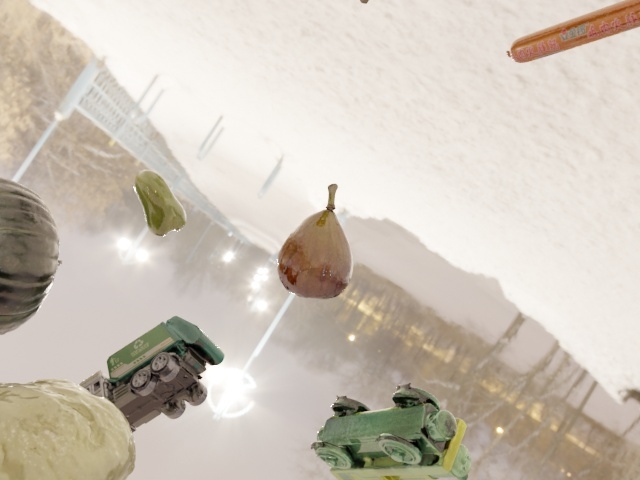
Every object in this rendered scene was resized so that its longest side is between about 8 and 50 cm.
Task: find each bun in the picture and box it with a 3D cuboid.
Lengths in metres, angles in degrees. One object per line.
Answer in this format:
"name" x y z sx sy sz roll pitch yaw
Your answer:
"bun" -0.309 0.216 0.623 0.244 0.244 0.153 76 175 -84

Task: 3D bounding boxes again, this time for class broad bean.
"broad bean" -0.186 -0.042 0.728 0.063 0.045 0.083 29 143 50

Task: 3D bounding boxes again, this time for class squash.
"squash" -0.446 0.022 0.843 0.218 0.218 0.172 31 177 20

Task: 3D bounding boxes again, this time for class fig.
"fig" 0.000 0.000 0.693 0.089 0.125 0.089 11 -167 -3

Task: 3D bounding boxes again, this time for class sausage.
"sausage" 0.475 -0.378 1.130 0.053 0.053 0.348 34 160 -29

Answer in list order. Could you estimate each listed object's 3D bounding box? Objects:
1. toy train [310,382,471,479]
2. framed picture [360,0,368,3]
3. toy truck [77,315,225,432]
"toy train" 0.152 0.420 1.264 0.237 0.150 0.369 46 141 -15
"framed picture" 0.072 -0.792 1.347 0.445 0.028 0.326 64 147 10
"toy truck" -0.281 0.229 1.021 0.114 0.254 0.124 57 -179 -42
